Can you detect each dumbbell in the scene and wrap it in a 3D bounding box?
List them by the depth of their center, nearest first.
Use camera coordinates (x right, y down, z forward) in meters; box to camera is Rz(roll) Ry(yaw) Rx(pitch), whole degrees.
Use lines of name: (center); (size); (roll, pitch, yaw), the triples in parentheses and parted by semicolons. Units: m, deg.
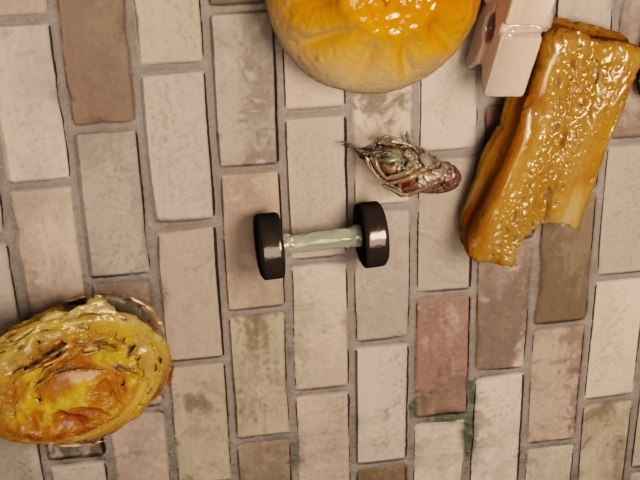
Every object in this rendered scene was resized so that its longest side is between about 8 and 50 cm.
dumbbell: (0.000, 0.000, 1.535); (0.191, 0.100, 0.100); (-7, 114, -6)

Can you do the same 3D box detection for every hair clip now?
hair clip: (0.273, -0.345, 1.367); (0.085, 0.101, 0.330); (-4, 132, -16)

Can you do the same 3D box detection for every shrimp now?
shrimp: (0.118, -0.112, 1.528); (0.190, 0.075, 0.073); (22, 140, -8)

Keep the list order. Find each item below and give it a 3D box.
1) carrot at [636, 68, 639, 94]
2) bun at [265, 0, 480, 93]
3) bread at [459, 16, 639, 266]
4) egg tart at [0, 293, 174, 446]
carrot: (0.514, -0.345, 1.504); (0.078, 0.078, 0.298); (3, 106, -11)
bun: (0.073, -0.331, 1.371); (0.299, 0.165, 0.299); (-4, 112, -9)
bread: (0.336, -0.133, 1.537); (0.185, 0.109, 0.380); (10, 112, -19)
egg tart: (-0.365, 0.181, 1.542); (0.297, 0.132, 0.297); (-12, 127, -16)
